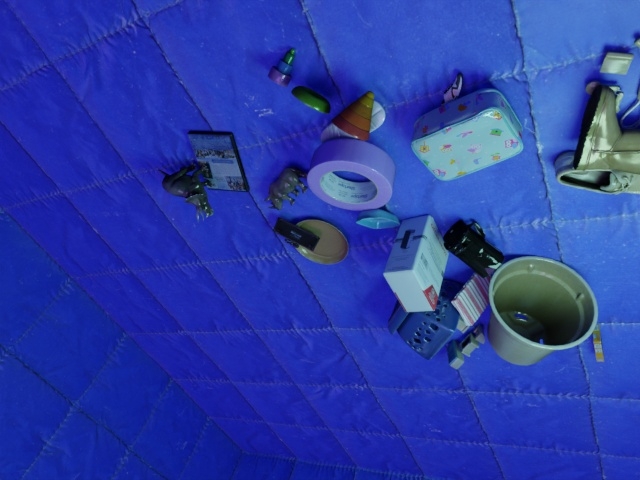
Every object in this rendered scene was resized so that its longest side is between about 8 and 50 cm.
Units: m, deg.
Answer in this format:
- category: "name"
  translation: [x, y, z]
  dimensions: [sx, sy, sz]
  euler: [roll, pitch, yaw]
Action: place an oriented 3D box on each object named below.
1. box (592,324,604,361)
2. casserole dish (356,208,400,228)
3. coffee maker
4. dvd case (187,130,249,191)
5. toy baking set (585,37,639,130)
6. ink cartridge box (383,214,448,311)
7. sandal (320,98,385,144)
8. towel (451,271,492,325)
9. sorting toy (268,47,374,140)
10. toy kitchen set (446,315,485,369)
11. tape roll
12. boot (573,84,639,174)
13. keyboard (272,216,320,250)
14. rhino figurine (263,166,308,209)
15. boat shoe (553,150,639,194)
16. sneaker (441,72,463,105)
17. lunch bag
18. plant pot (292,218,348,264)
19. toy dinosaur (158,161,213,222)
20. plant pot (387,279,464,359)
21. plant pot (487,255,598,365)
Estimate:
- category: "box"
  translation: [1.022, 0.383, 1.791]
  dimensions: [0.028, 0.081, 0.136]
  euler: [-6, 129, 29]
- category: "casserole dish"
  translation: [0.200, -0.074, 1.683]
  dimensions: [0.114, 0.037, 0.188]
  euler: [-9, 168, 33]
- category: "coffee maker"
  translation: [0.507, 0.042, 1.618]
  dimensions: [0.178, 0.171, 0.120]
  euler: [35, 137, -12]
- category: "dvd case"
  translation: [-0.373, -0.288, 1.798]
  dimensions: [0.180, 0.022, 0.253]
  euler: [6, 134, 18]
- category: "toy baking set"
  translation: [0.781, -0.371, 1.195]
  dimensions: [0.256, 0.030, 0.197]
  euler: [28, 140, -4]
- category: "ink cartridge box"
  translation: [0.333, 0.077, 1.660]
  dimensions: [0.114, 0.273, 0.197]
  euler: [-9, 128, 35]
- category: "sandal"
  translation: [0.101, -0.359, 1.481]
  dimensions: [0.265, 0.076, 0.102]
  euler: [-21, 103, 49]
- category: "towel"
  translation: [0.557, 0.195, 1.751]
  dimensions: [0.029, 0.197, 0.144]
  euler: [14, 146, 56]
- category: "sorting toy"
  translation: [0.017, -0.432, 1.387]
  dimensions: [0.365, 0.127, 0.126]
  euler: [38, 115, 14]
- category: "toy kitchen set"
  translation: [0.556, 0.393, 2.014]
  dimensions: [0.166, 0.122, 0.207]
  euler: [31, 117, -7]
- category: "tape roll"
  translation: [0.099, -0.204, 1.560]
  dimensions: [0.274, 0.090, 0.275]
  euler: [11, 155, 5]
- category: "boot"
  translation: [0.800, -0.270, 1.213]
  dimensions: [0.269, 0.089, 0.236]
  euler: [5, 130, 12]
- category: "keyboard"
  translation: [-0.098, -0.018, 1.896]
  dimensions: [0.180, 0.023, 0.108]
  euler: [27, 131, -1]
- category: "rhino figurine"
  translation: [-0.130, -0.181, 1.758]
  dimensions: [0.106, 0.073, 0.243]
  euler: [34, 138, -16]
- category: "boat shoe"
  translation: [0.801, -0.168, 1.332]
  dimensions: [0.302, 0.098, 0.109]
  euler: [13, 136, 12]
- category: "sneaker"
  translation: [0.361, -0.408, 1.335]
  dimensions: [0.043, 0.040, 0.109]
  euler: [18, 137, 10]
- category: "lunch bag"
  translation: [0.408, -0.287, 1.369]
  dimensions: [0.279, 0.108, 0.224]
  euler: [-18, 140, 40]
- category: "plant pot"
  translation: [0.000, 0.000, 1.909]
  dimensions: [0.236, 0.032, 0.236]
  euler: [13, 137, 12]
- category: "toy dinosaur"
  translation: [-0.511, -0.213, 1.810]
  dimensions: [0.313, 0.160, 0.121]
  euler: [29, 143, 14]
- category: "plant pot"
  translation: [0.397, 0.272, 1.859]
  dimensions: [0.212, 0.236, 0.236]
  euler: [27, 138, 5]
- category: "plant pot"
  translation: [0.717, 0.275, 1.679]
  dimensions: [0.333, 0.334, 0.305]
  euler: [13, 147, 12]
